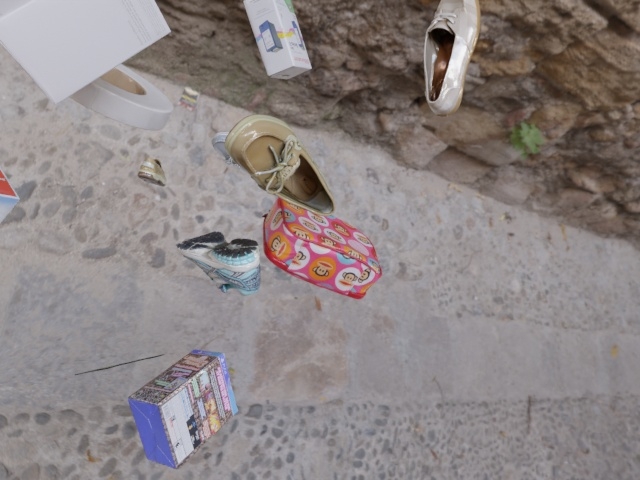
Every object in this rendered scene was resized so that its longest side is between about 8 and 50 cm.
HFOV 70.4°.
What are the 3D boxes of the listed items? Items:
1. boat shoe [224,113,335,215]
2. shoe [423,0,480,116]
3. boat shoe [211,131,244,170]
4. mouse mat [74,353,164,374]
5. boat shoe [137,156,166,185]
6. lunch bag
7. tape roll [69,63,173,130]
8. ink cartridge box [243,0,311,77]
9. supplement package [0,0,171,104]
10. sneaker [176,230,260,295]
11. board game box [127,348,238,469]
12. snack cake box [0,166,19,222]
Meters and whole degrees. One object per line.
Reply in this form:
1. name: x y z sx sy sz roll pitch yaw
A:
1. boat shoe: -0.051 -0.120 0.779 0.089 0.104 0.285 52 13 27
2. shoe: 0.211 -0.319 0.747 0.058 0.076 0.219 5 93 -44
3. boat shoe: -0.301 -0.332 1.861 0.320 0.118 0.103 31 44 -32
4. mouse mat: -0.542 0.337 1.231 0.189 0.152 0.007 0 75 -50
5. boat shoe: -0.486 -0.204 1.335 0.068 0.190 0.072 12 87 -13
6. lunch bag: 0.000 0.000 1.128 0.292 0.120 0.258 25 25 -22
7. tape roll: -0.630 -0.462 1.344 0.391 0.072 0.392 32 18 -12
8. ink cartridge box: -0.118 -0.587 1.309 0.154 0.093 0.213 -41 117 -65
9. supplement package: -0.504 -0.456 0.939 0.293 0.177 0.175 -41 142 -14
10. sneaker: -0.238 0.058 1.045 0.110 0.282 0.122 -24 114 -36
11. board game box: -0.431 0.529 1.465 0.291 0.140 0.232 -32 116 -56
12. snack cake box: -0.671 -0.113 0.745 0.152 0.089 0.264 49 11 16
